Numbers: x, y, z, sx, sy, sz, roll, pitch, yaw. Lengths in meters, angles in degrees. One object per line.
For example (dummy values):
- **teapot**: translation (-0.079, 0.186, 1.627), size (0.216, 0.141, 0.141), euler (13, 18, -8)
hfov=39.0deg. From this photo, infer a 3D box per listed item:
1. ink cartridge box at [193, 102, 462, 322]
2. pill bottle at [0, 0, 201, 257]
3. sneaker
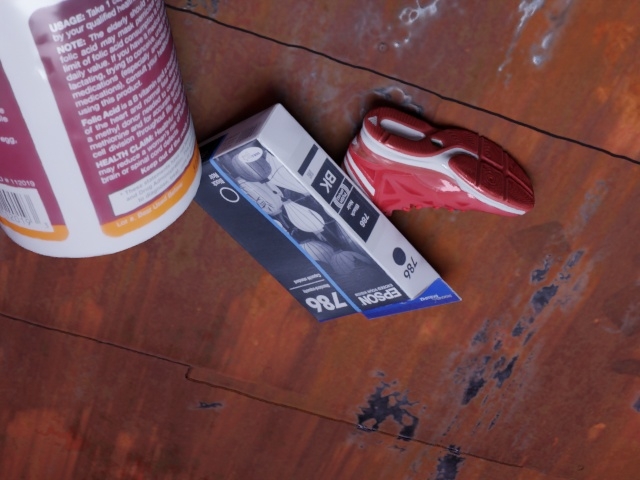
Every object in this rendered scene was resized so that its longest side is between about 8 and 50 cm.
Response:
- **ink cartridge box**: translation (0.000, 0.000, 1.041), size (0.332, 0.065, 0.165), euler (44, 142, -23)
- **pill bottle**: translation (-0.251, -0.195, 0.832), size (0.223, 0.224, 0.392), euler (-2, 133, 5)
- **sneaker**: translation (0.124, -0.064, 1.033), size (0.221, 0.087, 0.128), euler (25, 139, -12)
